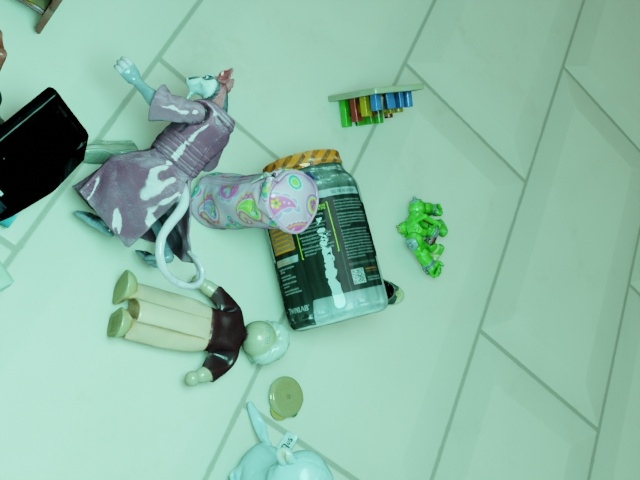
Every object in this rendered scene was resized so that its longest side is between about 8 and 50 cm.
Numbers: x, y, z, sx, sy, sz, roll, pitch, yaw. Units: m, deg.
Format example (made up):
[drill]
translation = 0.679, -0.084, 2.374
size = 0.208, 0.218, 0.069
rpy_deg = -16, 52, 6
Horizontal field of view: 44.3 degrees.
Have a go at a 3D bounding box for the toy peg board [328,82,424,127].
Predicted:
[toy peg board]
translation = 0.132, -0.311, 1.822
size = 0.161, 0.161, 0.079
rpy_deg = -14, 100, -39

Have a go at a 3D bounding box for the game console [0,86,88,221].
[game console]
translation = -0.508, -0.201, 1.174
size = 0.213, 0.044, 0.361
rpy_deg = -47, 136, -20

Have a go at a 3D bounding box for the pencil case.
[pencil case]
translation = -0.126, -0.076, 1.461
size = 0.124, 0.284, 0.124
rpy_deg = -2, 93, -38

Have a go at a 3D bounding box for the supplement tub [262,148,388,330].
[supplement tub]
translation = 0.000, 0.000, 1.583
size = 0.207, 0.207, 0.337
rpy_deg = -9, 82, -39

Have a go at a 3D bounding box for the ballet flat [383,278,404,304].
[ballet flat]
translation = 0.122, 0.103, 1.744
size = 0.173, 0.049, 0.057
rpy_deg = 22, 65, -31

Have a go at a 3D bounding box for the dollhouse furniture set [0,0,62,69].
[dollhouse furniture set]
translation = -0.552, -0.390, 1.287
size = 0.201, 0.152, 0.374
rpy_deg = 33, 50, -25

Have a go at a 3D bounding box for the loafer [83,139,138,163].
[loafer]
translation = -0.393, -0.166, 1.447
size = 0.125, 0.045, 0.039
rpy_deg = -4, 61, -45

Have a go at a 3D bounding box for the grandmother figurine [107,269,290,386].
[grandmother figurine]
translation = -0.210, 0.165, 1.444
size = 0.343, 0.104, 0.207
rpy_deg = 16, 76, -30

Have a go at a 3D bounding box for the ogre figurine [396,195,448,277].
[ogre figurine]
translation = 0.246, -0.023, 1.852
size = 0.118, 0.097, 0.197
rpy_deg = 36, 68, -37

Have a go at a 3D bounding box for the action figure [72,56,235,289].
[action figure]
translation = -0.253, -0.147, 1.367
size = 0.370, 0.276, 0.248
rpy_deg = -53, 145, -1

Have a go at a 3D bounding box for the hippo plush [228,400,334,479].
[hippo plush]
translation = -0.050, 0.460, 1.381
size = 0.234, 0.237, 0.294
rpy_deg = 42, 55, -20

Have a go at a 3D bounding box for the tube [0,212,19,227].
[tube]
translation = -0.582, -0.100, 1.276
size = 0.207, 0.052, 0.080
rpy_deg = 38, 53, -18

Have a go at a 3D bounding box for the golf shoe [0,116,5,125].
[golf shoe]
translation = -0.604, -0.262, 1.249
size = 0.105, 0.120, 0.273
rpy_deg = -42, 102, -12

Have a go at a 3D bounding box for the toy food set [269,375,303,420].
[toy food set]
translation = -0.068, 0.310, 1.554
size = 0.083, 0.020, 0.083
rpy_deg = -9, 81, -39

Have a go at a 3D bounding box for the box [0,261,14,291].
[box]
translation = -0.600, 0.015, 1.173
size = 0.149, 0.127, 0.232
rpy_deg = -37, 100, -39
